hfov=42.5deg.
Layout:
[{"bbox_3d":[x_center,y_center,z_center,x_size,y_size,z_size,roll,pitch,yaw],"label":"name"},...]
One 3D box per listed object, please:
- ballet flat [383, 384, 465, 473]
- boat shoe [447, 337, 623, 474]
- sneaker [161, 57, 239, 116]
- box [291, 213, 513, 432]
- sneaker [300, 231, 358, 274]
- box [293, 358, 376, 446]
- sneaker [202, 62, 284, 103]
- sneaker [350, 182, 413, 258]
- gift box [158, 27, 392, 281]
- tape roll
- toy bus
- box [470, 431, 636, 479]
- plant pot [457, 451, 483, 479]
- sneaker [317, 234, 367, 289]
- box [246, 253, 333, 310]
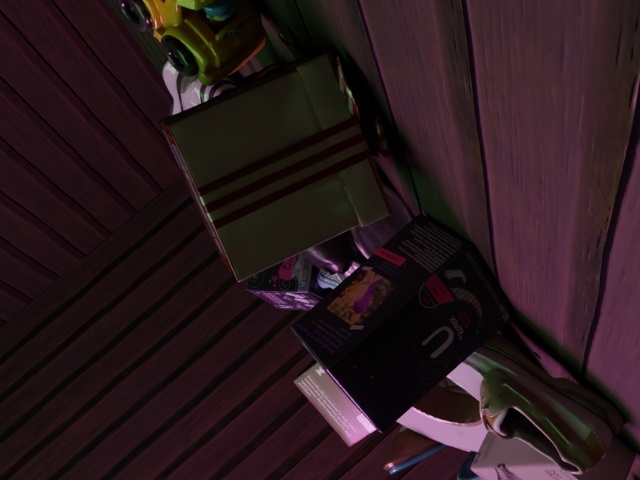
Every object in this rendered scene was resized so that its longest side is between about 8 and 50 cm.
[{"bbox_3d":[0.264,0.371,1.714,0.116,0.342,0.124,117,133,-64],"label":"ballet flat"},{"bbox_3d":[0.279,0.233,1.208,0.302,0.103,0.113,22,150,39],"label":"boat shoe"},{"bbox_3d":[-0.226,-0.263,1.945,0.257,0.169,0.447,50,173,13],"label":"sneaker"},{"bbox_3d":[0.122,0.119,1.223,0.165,0.270,0.143,52,175,-32],"label":"box"},{"bbox_3d":[0.000,0.000,1.407,0.130,0.109,0.286,43,-173,-5],"label":"sneaker"},{"bbox_3d":[0.125,0.264,1.842,0.191,0.143,0.381,49,-146,3],"label":"box"},{"bbox_3d":[-0.083,-0.226,1.395,0.268,0.153,0.101,-26,-89,-60],"label":"sneaker"},{"bbox_3d":[0.097,-0.011,1.408,0.292,0.108,0.169,51,172,-34],"label":"sneaker"},{"bbox_3d":[-0.060,-0.127,1.113,0.277,0.258,0.255,69,170,-19],"label":"gift box"},{"bbox_3d":[0.217,0.253,1.495,0.391,0.072,0.392,22,148,14],"label":"tape roll"},{"bbox_3d":[-0.172,-0.355,1.125,0.220,0.149,0.211,47,159,1],"label":"toy bus"},{"bbox_3d":[0.364,0.355,1.322,0.113,0.094,0.275,36,156,-5],"label":"box"},{"bbox_3d":[0.430,0.541,1.718,0.255,0.271,0.271,51,175,0],"label":"plant pot"},{"bbox_3d":[0.121,0.102,1.578,0.283,0.122,0.110,34,-147,-4],"label":"sneaker"},{"bbox_3d":[-0.044,0.006,1.678,0.142,0.248,0.163,0,161,23],"label":"box"}]
